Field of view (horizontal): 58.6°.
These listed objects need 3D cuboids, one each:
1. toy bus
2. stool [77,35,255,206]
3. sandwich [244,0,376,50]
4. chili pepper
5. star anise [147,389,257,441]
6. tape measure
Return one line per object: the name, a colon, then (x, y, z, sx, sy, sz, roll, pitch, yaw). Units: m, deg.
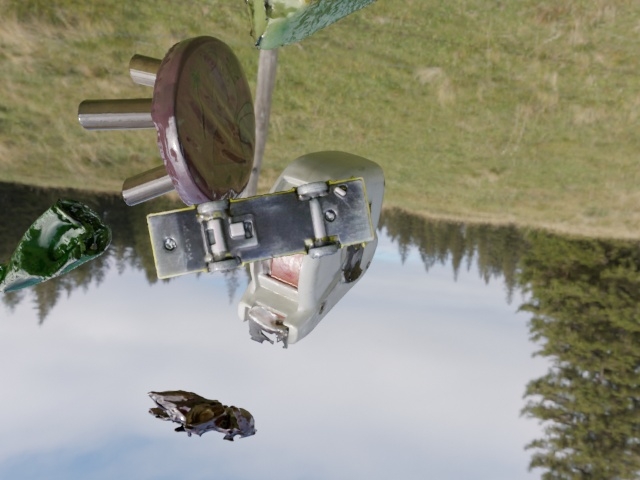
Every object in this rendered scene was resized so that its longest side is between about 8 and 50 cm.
toy bus: (-0.060, -0.011, 0.602, 0.227, 0.081, 0.074, -12, 180, -3)
stool: (-0.230, -0.185, 0.925, 0.179, 0.271, 0.272, 1, 179, 18)
sandwich: (0.037, -0.260, 0.471, 0.212, 0.244, 0.063, -2, 155, -21)
chili pepper: (-0.445, 0.016, 0.923, 0.216, 0.108, 0.062, -29, 174, 2)
star anise: (-0.171, 0.241, 0.793, 0.157, 0.053, 0.212, 15, 167, 7)
tape measure: (0.000, 0.000, 0.867, 0.130, 0.265, 0.258, 24, -147, 22)
